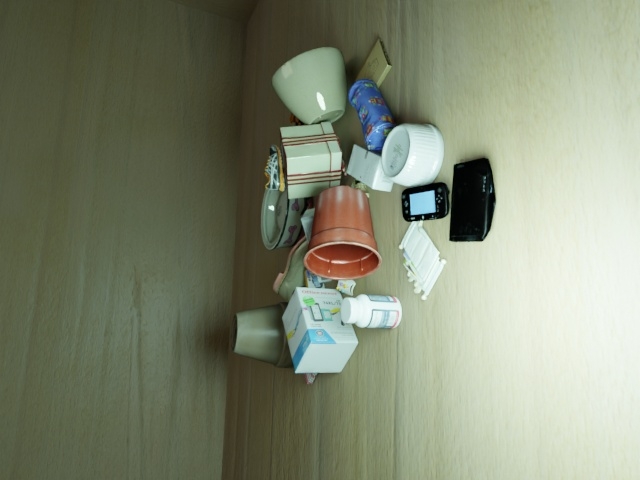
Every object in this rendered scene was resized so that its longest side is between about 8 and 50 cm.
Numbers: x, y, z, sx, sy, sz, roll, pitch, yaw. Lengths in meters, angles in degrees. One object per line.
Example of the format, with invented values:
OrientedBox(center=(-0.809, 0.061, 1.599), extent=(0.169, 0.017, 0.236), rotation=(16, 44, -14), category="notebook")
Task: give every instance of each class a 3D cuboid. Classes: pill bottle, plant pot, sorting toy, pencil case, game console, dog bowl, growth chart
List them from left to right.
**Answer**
OrientedBox(center=(-0.282, 0.452, 2.333), extent=(0.323, 0.280, 0.324), rotation=(-173, 90, -70), category="plant pot")
OrientedBox(center=(-0.172, -0.148, 2.429), extent=(0.408, 0.150, 0.409), rotation=(-175, 90, -66), category="dog bowl")
OrientedBox(center=(0.080, -0.035, 1.729), extent=(0.272, 0.272, 0.265), rotation=(131, 147, -52), category="plant pot")
OrientedBox(center=(0.106, 0.177, 1.868), extent=(0.075, 0.044, 0.084), rotation=(26, 109, 45), category="sorting toy")
OrientedBox(center=(0.160, 0.228, 1.547), extent=(0.108, 0.179, 0.108), rotation=(-173, 90, -66), category="pill bottle")
OrientedBox(center=(0.189, -0.448, 1.729), extent=(0.133, 0.119, 0.306), rotation=(107, 156, -48), category="pencil case")
OrientedBox(center=(0.303, 0.048, 1.467), extent=(0.237, 0.021, 0.172), rotation=(-108, 33, -43), category="growth chart")
OrientedBox(center=(0.346, -0.099, 1.356), extent=(0.361, 0.043, 0.214), rotation=(-4, 81, 62), category="game console")

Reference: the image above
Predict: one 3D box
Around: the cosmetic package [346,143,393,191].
OrientedBox(center=(0.185, -0.265, 1.735), extent=(0.231, 0.085, 0.118), rotation=(43, 123, 60), category="cosmetic package")

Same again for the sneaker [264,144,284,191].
OrientedBox(center=(-0.203, -0.313, 2.064), extent=(0.084, 0.083, 0.215), rotation=(99, 164, -72), category="sneaker")

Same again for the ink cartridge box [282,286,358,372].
OrientedBox(center=(-0.010, 0.348, 1.879), extent=(0.270, 0.197, 0.197), rotation=(-110, 35, -44), category="ink cartridge box")

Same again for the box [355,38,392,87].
OrientedBox(center=(0.203, -0.648, 1.865), extent=(0.201, 0.021, 0.165), rotation=(125, 143, -47), category="box")

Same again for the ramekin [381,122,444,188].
OrientedBox(center=(0.278, -0.266, 1.494), extent=(0.207, 0.108, 0.208), rotation=(-174, 90, -66), category="ramekin")

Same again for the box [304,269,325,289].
OrientedBox(center=(-0.024, 0.194, 2.092), extent=(0.028, 0.081, 0.136), rotation=(127, 142, -48), category="box")

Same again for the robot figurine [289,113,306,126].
OrientedBox(center=(-0.088, -0.599, 2.428), extent=(0.291, 0.084, 0.211), rotation=(-108, 35, -43), category="robot figurine")

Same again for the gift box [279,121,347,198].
OrientedBox(center=(-0.030, -0.331, 2.038), extent=(0.277, 0.257, 0.255), rotation=(91, 169, -52), category="gift box")

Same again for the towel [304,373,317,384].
OrientedBox(center=(-0.029, 0.516, 2.096), extent=(0.197, 0.029, 0.144), rotation=(-63, 31, 34), category="towel")

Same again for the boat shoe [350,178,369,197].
OrientedBox(center=(0.151, -0.201, 1.834), extent=(0.135, 0.050, 0.045), rotation=(-129, 45, -58), category="boat shoe")

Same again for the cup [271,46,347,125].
OrientedBox(center=(-0.015, -0.626, 2.054), extent=(0.331, 0.330, 0.237), rotation=(-29, 82, 61), category="cup")

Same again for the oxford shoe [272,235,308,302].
OrientedBox(center=(-0.078, 0.128, 2.225), extent=(0.146, 0.140, 0.397), rotation=(43, 124, 24), category="oxford shoe")

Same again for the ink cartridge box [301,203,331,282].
OrientedBox(center=(0.000, 0.000, 1.953), extent=(0.239, 0.060, 0.276), rotation=(-66, -37, -68), category="ink cartridge box")
